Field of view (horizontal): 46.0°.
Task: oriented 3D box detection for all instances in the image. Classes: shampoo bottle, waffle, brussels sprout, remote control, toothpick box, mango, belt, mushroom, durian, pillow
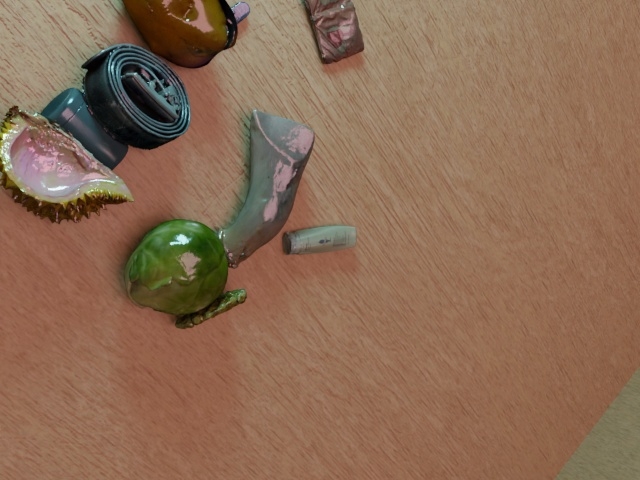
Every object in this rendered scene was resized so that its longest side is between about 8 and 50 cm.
[{"bbox_3d":[0.000,0.000,2.058,0.212,0.049,0.072,-9,109,-30],"label":"shampoo bottle"},{"bbox_3d":[-0.271,0.168,1.859,0.183,0.169,0.036,-28,97,-35],"label":"waffle"},{"bbox_3d":[-0.337,0.066,1.775,0.244,0.244,0.244,-7,103,-30],"label":"brussels sprout"},{"bbox_3d":[-0.233,-0.523,1.823,0.152,0.027,0.043,-43,124,-15],"label":"remote control"},{"bbox_3d":[-0.515,-0.232,1.653,0.120,0.120,0.184,-50,123,-13],"label":"toothpick box"},{"bbox_3d":[-0.325,-0.516,1.687,0.201,0.153,0.287,-44,116,-13],"label":"mango"},{"bbox_3d":[-0.403,-0.320,1.657,0.267,0.116,0.206,32,51,-46],"label":"belt"},{"bbox_3d":[-0.146,-0.115,1.903,0.177,0.126,0.397,14,93,-23],"label":"mushroom"},{"bbox_3d":[-0.580,-0.116,1.606,0.305,0.196,0.185,33,52,-33],"label":"durian"},{"bbox_3d":[0.029,-0.589,1.957,0.135,0.049,0.248,-30,118,-22],"label":"pillow"}]
